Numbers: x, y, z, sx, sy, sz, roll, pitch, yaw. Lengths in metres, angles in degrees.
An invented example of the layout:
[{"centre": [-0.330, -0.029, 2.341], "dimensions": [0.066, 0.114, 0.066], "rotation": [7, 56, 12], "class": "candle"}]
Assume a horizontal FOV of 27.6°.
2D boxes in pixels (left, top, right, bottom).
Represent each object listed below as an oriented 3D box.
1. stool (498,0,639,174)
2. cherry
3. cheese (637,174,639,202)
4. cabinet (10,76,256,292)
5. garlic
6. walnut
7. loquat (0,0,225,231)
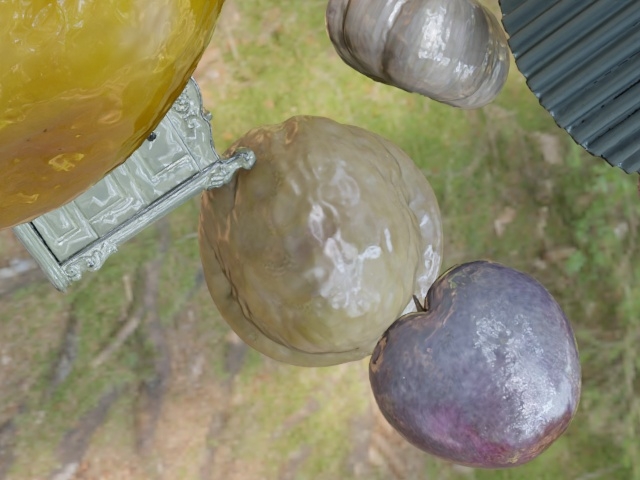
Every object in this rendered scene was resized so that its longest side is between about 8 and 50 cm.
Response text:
[{"centre": [0.383, -0.259, 1.235], "dimensions": [0.297, 0.330, 0.297], "rotation": [19, 56, -30], "class": "stool"}, {"centre": [0.132, 0.102, 1.057], "dimensions": [0.140, 0.176, 0.176], "rotation": [56, 35, -60], "class": "cherry"}, {"centre": [0.481, -0.088, 1.816], "dimensions": [0.189, 0.074, 0.285], "rotation": [51, 23, -89], "class": "cheese"}, {"centre": [-0.306, -0.156, 1.727], "dimensions": [0.290, 0.318, 0.227], "rotation": [61, -8, -33], "class": "cabinet"}, {"centre": [0.126, -0.264, 1.452], "dimensions": [0.219, 0.219, 0.212], "rotation": [17, 100, -54], "class": "garlic"}, {"centre": [0.000, 0.000, 1.878], "dimensions": [0.381, 0.381, 0.381], "rotation": [24, 61, -52], "class": "walnut"}, {"centre": [-0.190, -0.151, 0.540], "dimensions": [0.328, 0.328, 0.328], "rotation": [24, 61, -52], "class": "loquat"}]
